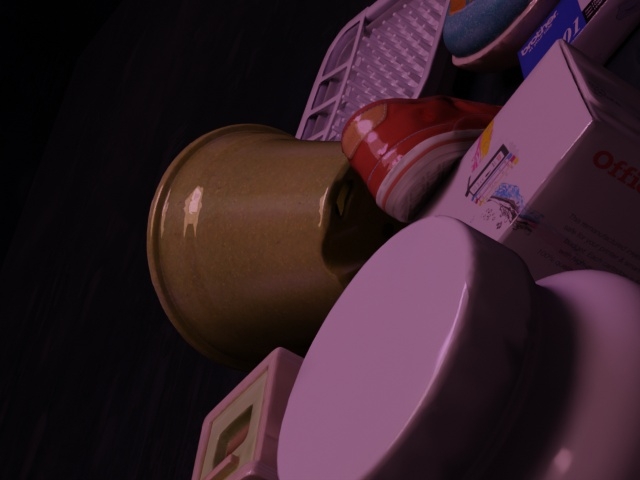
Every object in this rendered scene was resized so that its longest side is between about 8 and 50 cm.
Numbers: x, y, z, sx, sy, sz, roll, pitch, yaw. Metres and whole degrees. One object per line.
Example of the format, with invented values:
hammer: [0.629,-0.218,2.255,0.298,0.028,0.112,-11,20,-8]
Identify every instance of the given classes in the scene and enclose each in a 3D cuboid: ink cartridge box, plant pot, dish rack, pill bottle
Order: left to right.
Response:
plant pot: [0.000,0.000,1.806,0.254,0.276,0.276,-6,56,53]
dish rack: [0.086,-0.194,2.105,0.333,0.072,0.286,-33,32,54]
ink cartridge box: [0.199,-0.005,1.386,0.233,0.171,0.168,-52,20,21]
ink cartridge box: [0.279,-0.230,1.702,0.207,0.046,0.097,-52,20,25]
pill bottle: [0.173,0.143,0.942,0.210,0.363,0.210,-50,21,27]

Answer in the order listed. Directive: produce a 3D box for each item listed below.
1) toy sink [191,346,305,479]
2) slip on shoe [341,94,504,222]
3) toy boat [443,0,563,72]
toy sink: [-0.050,0.251,1.714,0.153,0.131,0.234,-45,25,39]
slip on shoe: [0.128,-0.086,1.571,0.123,0.101,0.331,-53,-22,24]
toy boat: [0.199,-0.325,1.883,0.267,0.148,0.318,-56,20,14]
